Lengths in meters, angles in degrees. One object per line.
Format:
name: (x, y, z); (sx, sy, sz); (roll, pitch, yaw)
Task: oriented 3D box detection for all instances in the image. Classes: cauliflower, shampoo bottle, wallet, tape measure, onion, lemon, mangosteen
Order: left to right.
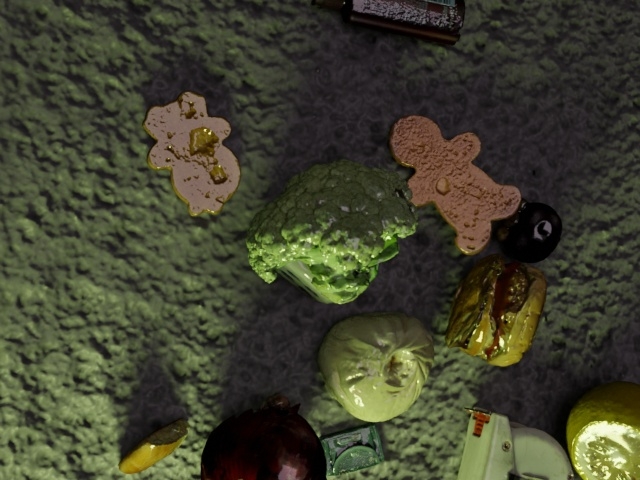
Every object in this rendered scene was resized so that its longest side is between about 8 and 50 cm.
onion: (-0.100, 0.421, 1.448); (0.221, 0.281, 0.281); (41, 78, -13)
cauliflower: (0.031, -0.007, 1.360); (0.272, 0.275, 0.250); (-53, 141, -41)
wallet: (0.066, 0.436, 1.614); (0.129, 0.026, 0.088); (-12, 90, -15)
shampoo bottle: (0.144, -0.504, 1.657); (0.323, 0.084, 0.129); (6, 83, -13)
tape measure: (0.406, 0.508, 1.649); (0.265, 0.130, 0.258); (17, 81, -14)
mangosteen: (0.447, -0.026, 1.691); (0.151, 0.137, 0.137); (32, 79, 4)
lemon: (0.654, 0.414, 1.668); (0.240, 0.240, 0.219); (61, 35, -5)

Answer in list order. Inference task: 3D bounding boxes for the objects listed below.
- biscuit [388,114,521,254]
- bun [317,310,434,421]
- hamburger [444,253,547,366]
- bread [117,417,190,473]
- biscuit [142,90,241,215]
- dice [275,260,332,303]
biscuit: (0.274, -0.139, 1.667); (0.324, 0.049, 0.205); (43, 88, 3)
bun: (0.114, 0.246, 1.576); (0.244, 0.153, 0.244); (2, 82, -13)
hamburger: (0.369, 0.145, 1.607); (0.163, 0.244, 0.244); (25, 81, -2)
bread: (-0.312, 0.388, 1.462); (0.154, 0.136, 0.054); (-36, 79, -17)
biscuit: (-0.250, -0.172, 1.558); (0.184, 0.035, 0.249); (-30, 95, -13)
dice: (0.000, 0.000, 1.535); (0.193, 0.194, 0.192); (40, 77, -11)
